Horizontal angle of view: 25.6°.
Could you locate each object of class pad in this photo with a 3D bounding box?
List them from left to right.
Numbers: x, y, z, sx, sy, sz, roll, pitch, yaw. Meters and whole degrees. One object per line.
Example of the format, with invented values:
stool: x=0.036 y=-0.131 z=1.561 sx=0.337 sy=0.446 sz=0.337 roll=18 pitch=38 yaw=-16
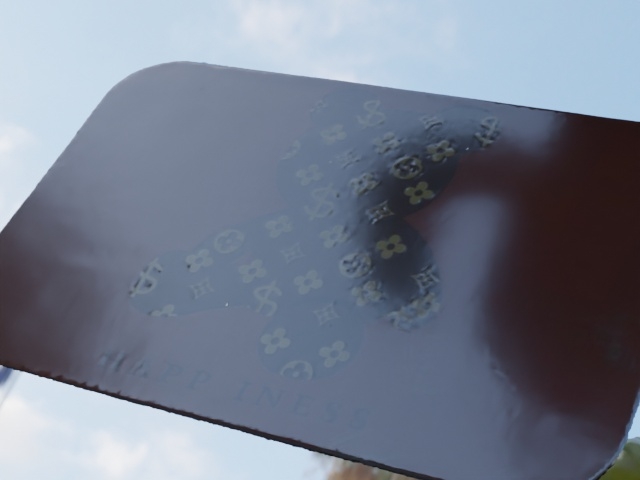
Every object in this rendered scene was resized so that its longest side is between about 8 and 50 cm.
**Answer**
pad: x=0.000 y=0.000 z=0.530 sx=0.267 sy=0.181 sz=0.004 roll=11 pitch=-40 yaw=24

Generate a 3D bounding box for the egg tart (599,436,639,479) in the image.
egg tart: x=0.147 y=0.165 z=0.628 sx=0.346 sy=0.132 sz=0.345 roll=2 pitch=-24 yaw=1
